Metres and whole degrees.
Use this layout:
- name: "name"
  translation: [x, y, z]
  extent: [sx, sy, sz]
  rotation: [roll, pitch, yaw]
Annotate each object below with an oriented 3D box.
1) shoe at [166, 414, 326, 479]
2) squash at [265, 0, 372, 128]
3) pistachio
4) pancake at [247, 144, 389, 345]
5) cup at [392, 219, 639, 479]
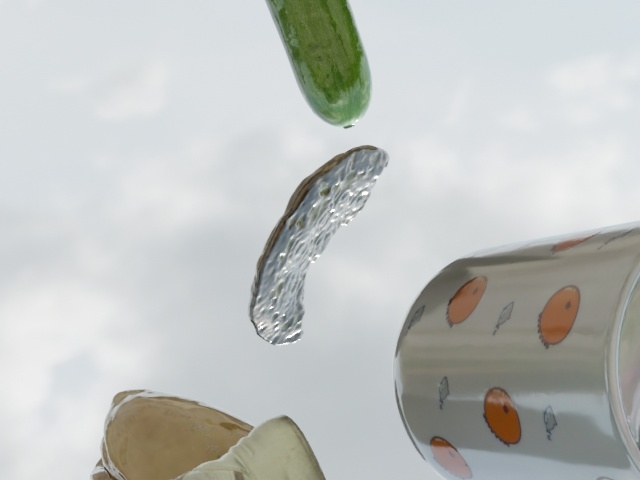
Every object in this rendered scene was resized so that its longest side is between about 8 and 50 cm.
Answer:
- name: "shoe"
  translation: [-0.046, 0.269, 1.359]
  extent: [0.159, 0.124, 0.316]
  rotation: [-13, -139, -10]
- name: "squash"
  translation: [-0.028, -0.311, 2.149]
  extent: [0.101, 0.379, 0.101]
  rotation: [-22, -177, 1]
- name: "pistachio"
  translation: [-0.108, 0.243, 1.774]
  extent: [0.293, 0.162, 0.181]
  rotation: [20, -168, 39]
- name: "pancake"
  translation: [0.000, 0.000, 1.565]
  extent: [0.020, 0.184, 0.190]
  rotation: [32, -114, 26]
- name: "cup"
  translation: [0.200, 0.094, 1.338]
  extent: [0.212, 0.212, 0.317]
  rotation: [-30, -170, -27]
